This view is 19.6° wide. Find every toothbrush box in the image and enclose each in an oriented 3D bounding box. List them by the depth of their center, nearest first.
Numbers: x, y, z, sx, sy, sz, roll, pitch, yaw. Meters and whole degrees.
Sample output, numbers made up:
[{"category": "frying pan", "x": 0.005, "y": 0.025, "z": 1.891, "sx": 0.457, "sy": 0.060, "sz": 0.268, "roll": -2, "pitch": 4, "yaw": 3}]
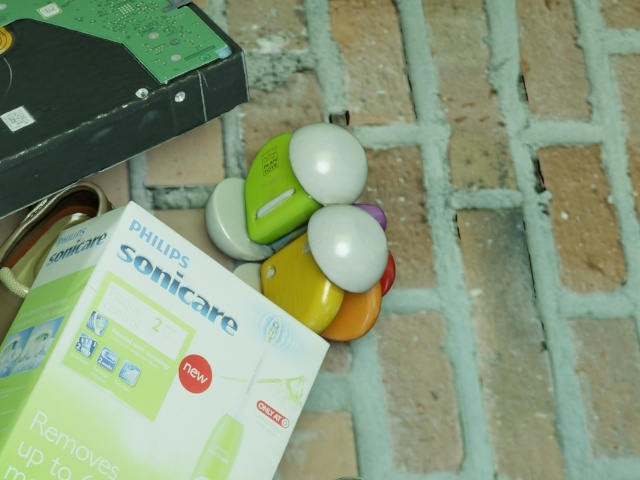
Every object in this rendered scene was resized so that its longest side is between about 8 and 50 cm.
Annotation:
[{"category": "toothbrush box", "x": -0.148, "y": 0.149, "z": 1.386, "sx": 0.206, "sy": 0.122, "sz": 0.283, "roll": 38, "pitch": 58, "yaw": -23}]

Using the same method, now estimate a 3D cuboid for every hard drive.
[{"category": "hard drive", "x": -0.260, "y": -0.127, "z": 1.541, "sx": 0.339, "sy": 0.064, "sz": 0.237, "roll": -28, "pitch": 48, "yaw": -20}]

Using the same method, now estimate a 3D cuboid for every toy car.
[{"category": "toy car", "x": 0.000, "y": 0.000, "z": 1.531, "sx": 0.136, "sy": 0.159, "sz": 0.182, "roll": 12, "pitch": 55, "yaw": -43}]

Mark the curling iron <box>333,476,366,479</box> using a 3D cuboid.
[{"category": "curling iron", "x": 0.088, "y": 0.286, "z": 1.446, "sx": 0.274, "sy": 0.035, "sz": 0.068, "roll": 43, "pitch": 65, "yaw": 13}]

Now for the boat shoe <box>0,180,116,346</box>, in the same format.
[{"category": "boat shoe", "x": -0.249, "y": 0.054, "z": 1.475, "sx": 0.095, "sy": 0.095, "sz": 0.257, "roll": 26, "pitch": 63, "yaw": 5}]
